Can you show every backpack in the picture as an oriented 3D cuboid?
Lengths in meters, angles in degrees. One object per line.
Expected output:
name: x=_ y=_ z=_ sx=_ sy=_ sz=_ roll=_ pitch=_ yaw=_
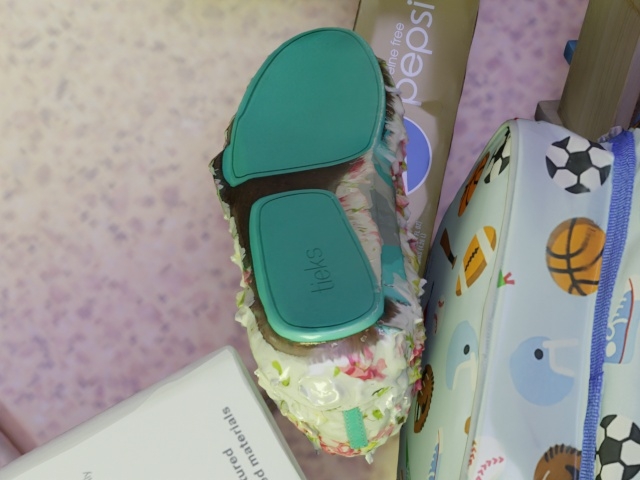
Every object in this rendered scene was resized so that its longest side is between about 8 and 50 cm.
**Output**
backpack: x=0.136 y=0.078 z=0.747 sx=0.213 sy=0.263 sz=0.277 roll=14 pitch=74 yaw=5

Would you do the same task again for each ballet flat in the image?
ballet flat: x=0.000 y=0.000 z=0.751 sx=0.091 sy=0.241 sz=0.077 roll=-8 pitch=126 yaw=7

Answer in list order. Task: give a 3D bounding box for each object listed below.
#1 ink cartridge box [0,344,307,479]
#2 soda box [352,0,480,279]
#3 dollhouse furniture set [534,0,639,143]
ink cartridge box: x=-0.132 y=0.163 z=0.747 sx=0.272 sy=0.197 sz=0.114 roll=-28 pitch=84 yaw=-7
soda box: x=0.036 y=-0.062 z=0.862 sx=0.058 sy=0.061 sz=0.181 roll=12 pitch=80 yaw=-1
dollhouse furniture set: x=0.169 y=-0.130 z=0.870 sx=0.128 sy=0.129 sz=0.184 roll=-3 pitch=42 yaw=-16
